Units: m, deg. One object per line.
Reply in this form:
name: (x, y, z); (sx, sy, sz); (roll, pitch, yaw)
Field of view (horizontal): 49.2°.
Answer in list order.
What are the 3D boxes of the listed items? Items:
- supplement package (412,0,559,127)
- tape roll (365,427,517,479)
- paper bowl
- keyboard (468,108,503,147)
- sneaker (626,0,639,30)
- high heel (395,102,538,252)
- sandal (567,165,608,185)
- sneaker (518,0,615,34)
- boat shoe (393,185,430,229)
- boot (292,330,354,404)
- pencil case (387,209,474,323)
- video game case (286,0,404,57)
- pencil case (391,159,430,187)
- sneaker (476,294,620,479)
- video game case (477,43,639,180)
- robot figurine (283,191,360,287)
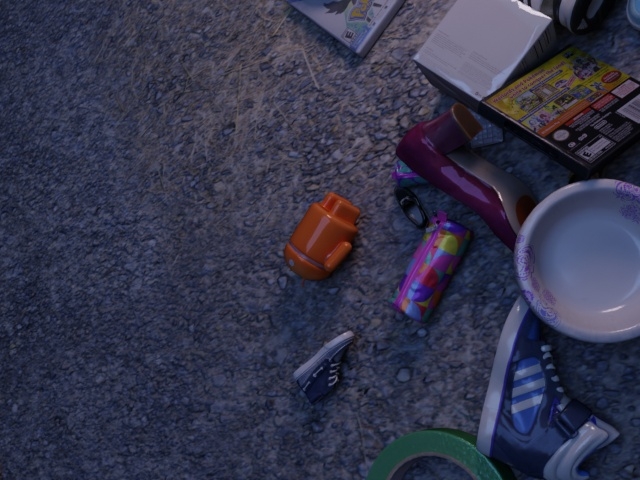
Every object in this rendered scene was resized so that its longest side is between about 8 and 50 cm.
supplement package: (0.341, -0.381, 1.431); (0.194, 0.149, 0.203); (40, 98, 25)
tape roll: (0.241, 0.540, 1.395); (0.322, 0.077, 0.321); (-6, 79, 32)
paper bowl: (0.492, 0.039, 1.255); (0.285, 0.148, 0.284); (-1, 86, 12)
keyboard: (0.352, -0.328, 1.513); (0.072, 0.014, 0.255); (-8, 77, 31)
sneaker: (0.651, -0.546, 1.249); (0.127, 0.208, 0.319); (39, 103, 30)
high heel: (0.311, -0.085, 1.419); (0.181, 0.127, 0.377); (-32, 88, 48)
sandal: (0.507, -0.116, 1.357); (0.072, 0.049, 0.180); (18, 91, 33)
sneaker: (0.518, -0.639, 1.373); (0.258, 0.169, 0.447); (35, 94, 39)
boat shoe: (0.198, -0.076, 1.550); (0.046, 0.038, 0.125); (-39, 64, 21)
boot: (0.025, 0.289, 1.586); (0.190, 0.069, 0.086); (-45, 69, 27)
pencil case: (0.230, 0.055, 1.473); (0.104, 0.104, 0.236); (28, 98, 32)
video game case: (0.100, -0.658, 1.714); (0.300, 0.036, 0.329); (45, 106, 30)
pencil case: (0.237, -0.150, 1.519); (0.152, 0.070, 0.064); (-2, 105, 32)
sneaker: (0.440, 0.282, 1.299); (0.237, 0.130, 0.322); (14, 84, 23)
video game case: (0.480, -0.249, 1.307); (0.275, 0.035, 0.248); (-34, 57, -24)
robot figurine: (0.000, 0.001, 1.606); (0.158, 0.128, 0.219); (36, 101, 14)
